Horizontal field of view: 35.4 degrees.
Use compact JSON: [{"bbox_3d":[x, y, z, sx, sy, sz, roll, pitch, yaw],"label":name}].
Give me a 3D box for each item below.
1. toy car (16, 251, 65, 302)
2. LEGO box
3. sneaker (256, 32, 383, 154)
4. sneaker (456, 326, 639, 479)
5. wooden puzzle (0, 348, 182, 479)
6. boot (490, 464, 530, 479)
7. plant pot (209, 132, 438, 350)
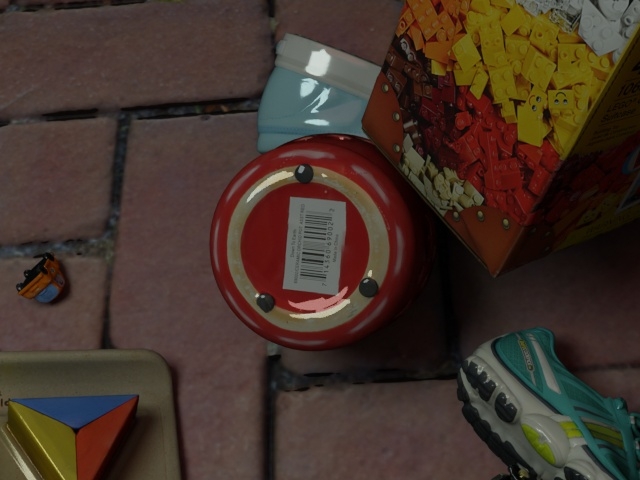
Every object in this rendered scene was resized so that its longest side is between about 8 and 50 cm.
[{"bbox_3d":[-0.296,0.068,0.982,0.122,0.060,0.040,-46,108,-3],"label":"toy car"},{"bbox_3d":[0.321,-0.221,0.807,0.500,0.372,0.193,-19,56,-33],"label":"LEGO box"},{"bbox_3d":[0.107,-0.073,0.994,0.366,0.135,0.150,24,100,9],"label":"sneaker"},{"bbox_3d":[0.231,0.177,0.821,0.110,0.107,0.275,-26,59,-22],"label":"sneaker"},{"bbox_3d":[-0.259,0.240,0.778,0.322,0.080,0.348,1,57,-18],"label":"wooden puzzle"},{"bbox_3d":[0.178,0.231,0.716,0.085,0.236,0.178,-21,53,-24],"label":"boot"},{"bbox_3d":[0.000,0.000,0.865,0.191,0.174,0.191,1,93,12],"label":"plant pot"}]
